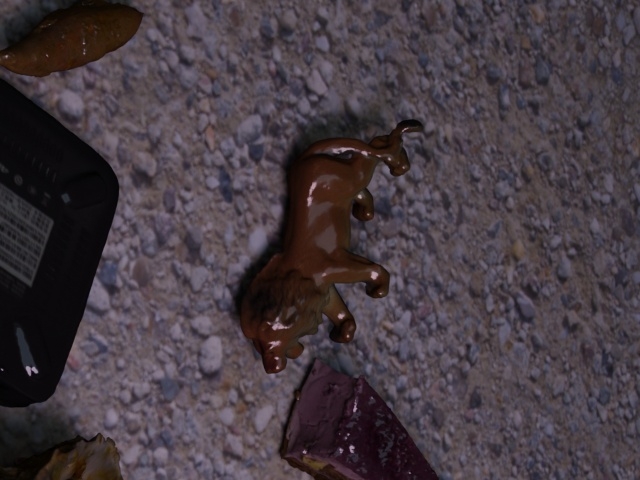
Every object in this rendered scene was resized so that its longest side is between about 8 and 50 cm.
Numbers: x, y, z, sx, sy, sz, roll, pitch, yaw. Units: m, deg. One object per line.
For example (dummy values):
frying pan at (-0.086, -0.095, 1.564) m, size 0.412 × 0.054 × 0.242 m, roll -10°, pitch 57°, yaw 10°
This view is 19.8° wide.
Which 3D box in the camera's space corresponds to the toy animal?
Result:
toy animal at (0.000, 0.000, 2.007) m, size 0.157 × 0.097 × 0.312 m, roll 18°, pitch 78°, yaw -32°

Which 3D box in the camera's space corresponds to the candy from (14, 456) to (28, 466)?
candy at (-0.303, 0.255, 1.806) m, size 0.030 × 0.020 × 0.083 m, roll 11°, pitch 83°, yaw -40°

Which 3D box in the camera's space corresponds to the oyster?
oyster at (-0.246, 0.286, 1.741) m, size 0.396 × 0.111 × 0.204 m, roll 79°, pitch 14°, yaw -48°

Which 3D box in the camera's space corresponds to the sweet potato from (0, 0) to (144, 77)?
sweet potato at (-0.253, -0.198, 1.812) m, size 0.068 × 0.060 × 0.206 m, roll 46°, pitch 41°, yaw 11°

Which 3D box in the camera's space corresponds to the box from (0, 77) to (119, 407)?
box at (-0.327, -0.020, 1.718) m, size 0.290 × 0.073 × 0.289 m, roll 39°, pitch 52°, yaw -33°

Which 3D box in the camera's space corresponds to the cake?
cake at (0.067, 0.272, 2.054) m, size 0.113 × 0.116 × 0.295 m, roll -51°, pitch 118°, yaw -22°
